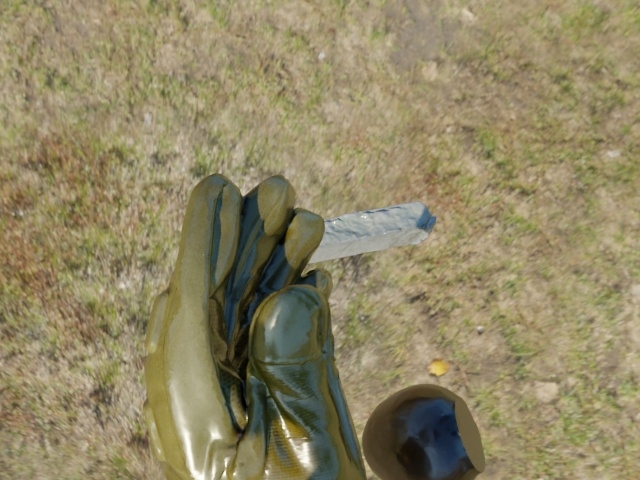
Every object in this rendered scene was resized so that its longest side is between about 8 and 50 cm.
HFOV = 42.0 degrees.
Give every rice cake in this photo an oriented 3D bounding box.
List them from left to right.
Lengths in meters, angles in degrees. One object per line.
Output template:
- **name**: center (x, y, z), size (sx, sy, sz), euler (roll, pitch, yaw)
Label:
- **rice cake**: center (0.000, 0.001, 0.964), size (0.270, 0.055, 0.049), euler (-12, 59, 5)

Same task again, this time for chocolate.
- **chocolate**: center (0.109, 0.230, 0.951), size (0.133, 0.124, 0.127), euler (-22, 97, 17)

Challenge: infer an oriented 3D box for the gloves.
- **gloves**: center (-0.036, 0.121, 0.530), size (0.141, 0.154, 0.331), euler (-15, 96, 7)
